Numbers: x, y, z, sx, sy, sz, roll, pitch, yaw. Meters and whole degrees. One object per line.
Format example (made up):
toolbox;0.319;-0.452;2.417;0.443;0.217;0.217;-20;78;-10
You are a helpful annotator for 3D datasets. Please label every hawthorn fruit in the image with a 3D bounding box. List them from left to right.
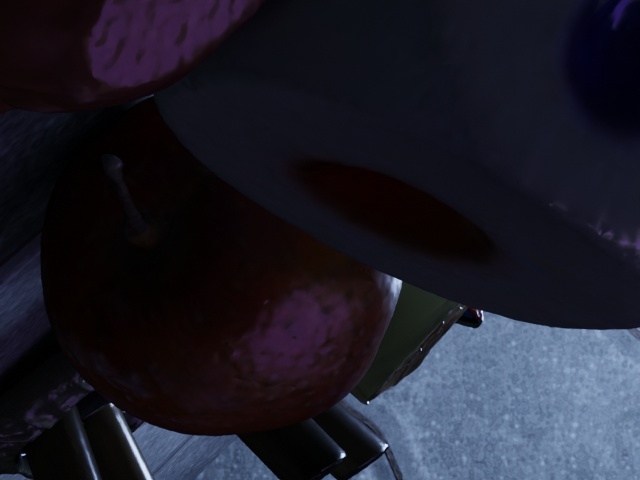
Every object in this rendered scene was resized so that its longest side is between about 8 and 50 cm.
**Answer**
hawthorn fruit;-0.080;0.013;1.194;0.263;0.231;0.235;3;116;-30

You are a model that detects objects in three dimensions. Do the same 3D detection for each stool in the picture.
stool;-0.124;0.179;1.649;0.310;0.226;0.310;-36;171;6

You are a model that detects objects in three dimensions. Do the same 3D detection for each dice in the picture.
dice;0.086;-0.119;0.858;0.251;0.243;0.259;-64;-158;-13

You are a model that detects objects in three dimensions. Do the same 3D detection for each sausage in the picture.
sausage;-0.062;-0.149;0.696;0.254;0.148;0.148;-45;172;-2

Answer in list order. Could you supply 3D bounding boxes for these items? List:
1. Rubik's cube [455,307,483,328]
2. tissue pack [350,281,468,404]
Rubik's cube;0.086;-0.023;1.720;0.250;0.234;0.284;-40;170;-31
tissue pack;0.000;0.000;1.408;0.125;0.234;0.159;-46;172;6
